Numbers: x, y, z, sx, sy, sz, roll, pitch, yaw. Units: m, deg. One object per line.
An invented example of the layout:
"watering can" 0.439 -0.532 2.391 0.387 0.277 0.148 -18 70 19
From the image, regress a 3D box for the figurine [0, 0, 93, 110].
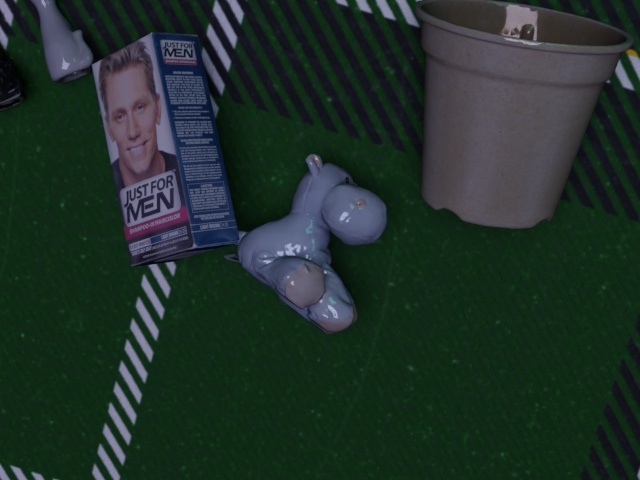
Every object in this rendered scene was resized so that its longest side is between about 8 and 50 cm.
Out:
"figurine" -0.510 -0.354 1.806 0.214 0.092 0.210 -21 94 7

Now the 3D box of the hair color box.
"hair color box" -0.255 -0.145 1.736 0.173 0.105 0.347 -16 84 42

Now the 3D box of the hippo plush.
"hippo plush" 0.000 0.000 1.796 0.294 0.234 0.237 33 82 40

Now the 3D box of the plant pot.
"plant pot" 0.290 -0.196 1.673 0.333 0.334 0.306 9 112 3
